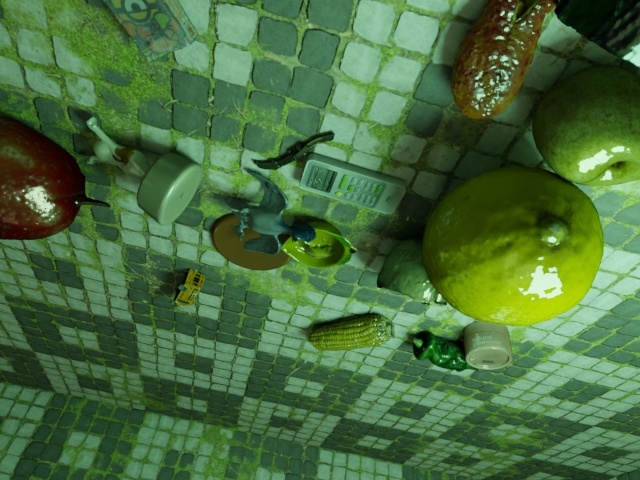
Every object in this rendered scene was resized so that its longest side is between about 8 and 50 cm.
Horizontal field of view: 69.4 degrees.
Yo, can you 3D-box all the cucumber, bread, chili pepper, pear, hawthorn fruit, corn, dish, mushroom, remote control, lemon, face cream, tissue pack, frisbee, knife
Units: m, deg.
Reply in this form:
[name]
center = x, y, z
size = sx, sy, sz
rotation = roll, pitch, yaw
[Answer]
[cucumber]
center = 0.466, -0.355, 0.687
size = 0.191, 0.191, 0.130
rotation = 19, 139, -11
[bread]
center = 0.320, -0.336, 0.813
size = 0.139, 0.095, 0.269
rotation = 9, 135, -11
[chili pepper]
center = 0.424, 0.391, 1.615
size = 0.270, 0.099, 0.136
rotation = 22, 162, -22
[pear]
center = 0.512, -0.210, 0.844
size = 0.228, 0.212, 0.188
rotation = 2, 159, -10
[hawthorn fruit]
center = -0.702, -0.132, 1.115
size = 0.368, 0.285, 0.285
rotation = 18, 139, -23
[corn]
center = 0.105, 0.323, 1.586
size = 0.317, 0.115, 0.115
rotation = -18, 132, 28
[dish]
center = 0.000, 0.000, 1.262
size = 0.207, 0.080, 0.149
rotation = 2, 135, 10
[mushroom]
center = 0.257, 0.075, 1.241
size = 0.189, 0.164, 0.267
rotation = 15, -179, 30
[remote control]
center = 0.078, -0.136, 1.128
size = 0.249, 0.034, 0.103
rotation = 17, 138, -8
[lemon]
center = 0.402, 0.007, 0.951
size = 0.363, 0.364, 0.364
rotation = 5, 139, 5
[face cream]
center = 0.552, 0.347, 1.530
size = 0.149, 0.104, 0.149
rotation = 5, 138, 5
[tissue pack]
center = -0.315, -0.422, 0.858
size = 0.108, 0.060, 0.148
rotation = -11, 136, 23
[frisbee]
center = -0.198, 0.010, 1.356
size = 0.250, 0.021, 0.251
rotation = 5, 137, 5
[knife]
center = -0.058, -0.202, 1.088
size = 0.222, 0.021, 0.046
rotation = -15, 131, 26

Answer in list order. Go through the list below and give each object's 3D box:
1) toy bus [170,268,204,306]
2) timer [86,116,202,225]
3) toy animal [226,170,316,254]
[toy bus]
center = -0.443, 0.167, 1.540
size = 0.074, 0.070, 0.162
rotation = 23, 136, -18
[timer]
center = -0.445, -0.177, 1.117
size = 0.265, 0.175, 0.175
rotation = 31, 137, 0
[toy animal]
center = -0.141, -0.048, 1.188
size = 0.176, 0.255, 0.239
rotation = -9, 128, -36
